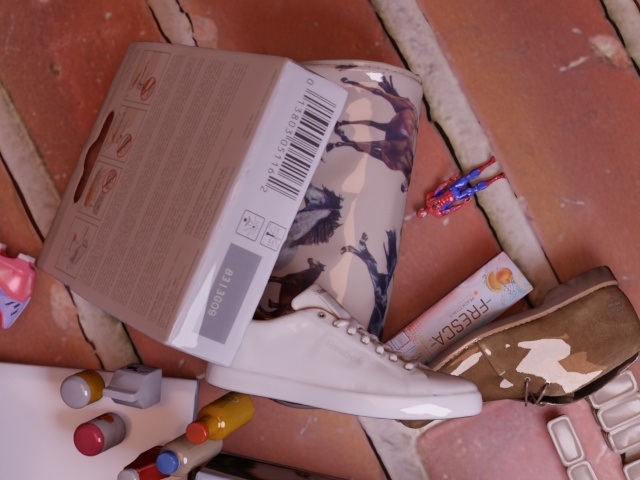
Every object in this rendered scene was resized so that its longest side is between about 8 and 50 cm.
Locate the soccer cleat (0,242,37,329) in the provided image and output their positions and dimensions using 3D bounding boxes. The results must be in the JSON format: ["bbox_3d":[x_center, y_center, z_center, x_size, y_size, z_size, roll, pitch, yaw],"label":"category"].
[{"bbox_3d":[-0.457,0.020,1.467,0.248,0.083,0.095,22,83,0],"label":"soccer cleat"}]

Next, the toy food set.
[{"bbox_3d":[-0.199,0.206,1.355,0.232,0.104,0.111,9,101,22],"label":"toy food set"}]

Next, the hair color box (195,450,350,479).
[{"bbox_3d":[0.044,0.337,1.374,0.374,0.185,0.114,12,88,3],"label":"hair color box"}]

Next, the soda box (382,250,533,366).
[{"bbox_3d":[0.158,0.090,1.448,0.183,0.063,0.058,-37,86,0],"label":"soda box"}]

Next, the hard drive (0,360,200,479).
[{"bbox_3d":[-0.328,0.265,1.463,0.353,0.047,0.233,5,86,3],"label":"hard drive"}]

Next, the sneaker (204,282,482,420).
[{"bbox_3d":[0.026,0.111,1.263,0.290,0.106,0.123,9,89,11],"label":"sneaker"}]

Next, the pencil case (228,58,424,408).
[{"bbox_3d":[0.000,0.000,1.413,0.183,0.160,0.411,7,86,24],"label":"pencil case"}]

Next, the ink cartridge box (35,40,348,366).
[{"bbox_3d":[-0.160,-0.059,1.369,0.091,0.385,0.308,24,87,-34],"label":"ink cartridge box"}]

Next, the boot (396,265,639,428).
[{"bbox_3d":[0.226,0.149,1.408,0.305,0.112,0.115,-28,69,-2],"label":"boot"}]

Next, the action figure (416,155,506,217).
[{"bbox_3d":[0.164,-0.059,1.476,0.115,0.030,0.038,-31,91,2],"label":"action figure"}]

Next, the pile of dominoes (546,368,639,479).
[{"bbox_3d":[0.391,0.267,1.453,0.196,0.040,0.251,-24,94,0],"label":"pile of dominoes"}]
